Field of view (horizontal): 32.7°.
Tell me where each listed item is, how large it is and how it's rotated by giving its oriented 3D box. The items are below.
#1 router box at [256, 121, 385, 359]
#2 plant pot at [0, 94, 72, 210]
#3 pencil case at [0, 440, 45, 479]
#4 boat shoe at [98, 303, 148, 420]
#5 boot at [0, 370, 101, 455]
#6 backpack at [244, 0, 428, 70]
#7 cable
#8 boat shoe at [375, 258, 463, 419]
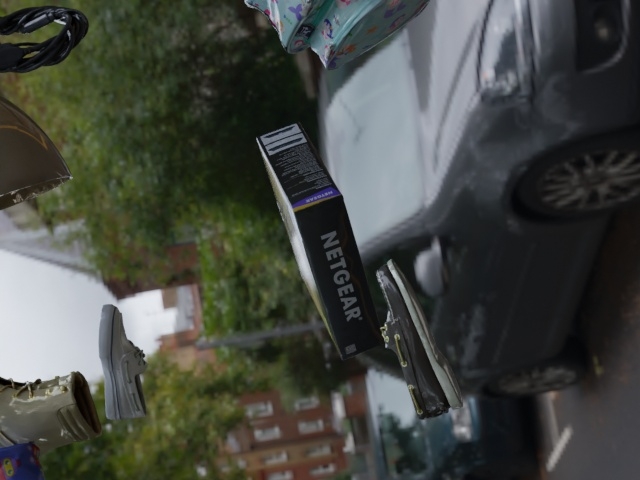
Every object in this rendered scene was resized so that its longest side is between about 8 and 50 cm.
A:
[{"bbox_3d":[0.000,0.000,1.749,0.243,0.081,0.309,-118,9,-54],"label":"router box"},{"bbox_3d":[-0.571,-0.140,1.762,0.284,0.284,0.191,-82,-29,-86],"label":"plant pot"},{"bbox_3d":[-0.436,0.457,1.662,0.306,0.119,0.133,59,160,21],"label":"pencil case"},{"bbox_3d":[-0.335,0.208,1.879,0.083,0.076,0.226,-92,3,-60],"label":"boat shoe"},{"bbox_3d":[-0.489,0.238,1.764,0.095,0.203,0.262,-71,-41,-72],"label":"boot"},{"bbox_3d":[0.042,-0.344,1.304,0.191,0.225,0.253,47,152,12],"label":"backpack"},{"bbox_3d":[-0.398,-0.267,1.449,0.150,0.184,0.047,-115,10,-57],"label":"cable"},{"bbox_3d":[0.123,0.139,1.515,0.227,0.069,0.081,66,-167,1],"label":"boat shoe"}]
